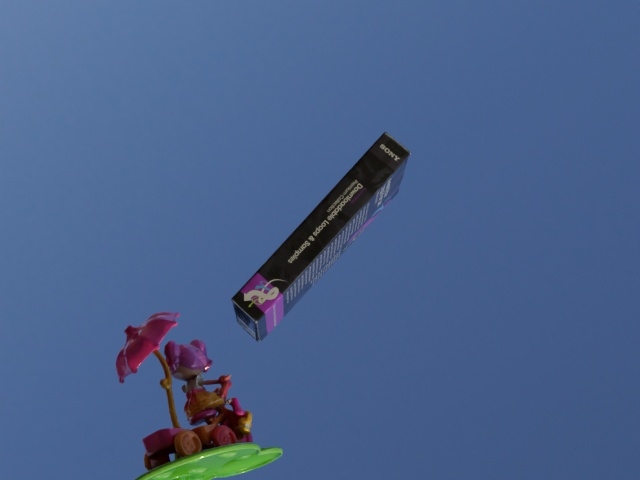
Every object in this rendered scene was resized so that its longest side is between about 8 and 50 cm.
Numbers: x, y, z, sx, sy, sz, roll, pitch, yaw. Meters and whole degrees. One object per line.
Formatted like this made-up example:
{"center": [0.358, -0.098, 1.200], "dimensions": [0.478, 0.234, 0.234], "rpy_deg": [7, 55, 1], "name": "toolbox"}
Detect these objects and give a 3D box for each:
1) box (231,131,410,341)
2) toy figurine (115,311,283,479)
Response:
{"center": [0.000, 0.000, 1.017], "dimensions": [0.029, 0.116, 0.162], "rpy_deg": [43, -99, 7], "name": "box"}
{"center": [-0.126, 0.144, 1.335], "dimensions": [0.130, 0.173, 0.159], "rpy_deg": [-33, -112, 37], "name": "toy figurine"}
